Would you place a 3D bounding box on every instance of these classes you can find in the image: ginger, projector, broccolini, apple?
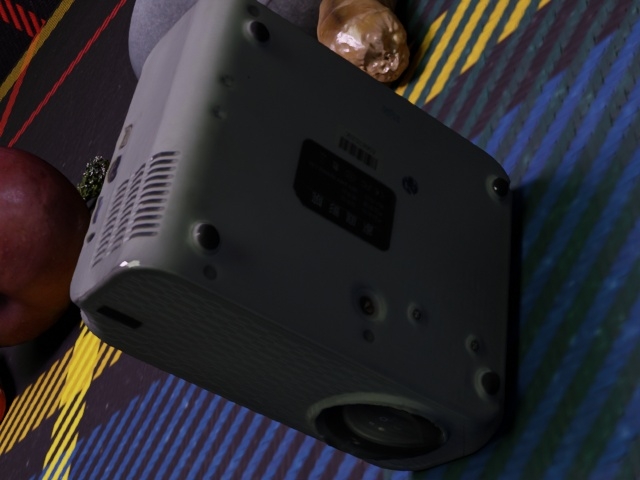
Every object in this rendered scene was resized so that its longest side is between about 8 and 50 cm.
[{"bbox_3d":[0.040,-0.204,0.918,0.095,0.069,0.190,-19,37,9],"label":"ginger"},{"bbox_3d":[0.000,0.000,0.583,0.108,0.250,0.198,-30,39,44],"label":"projector"},{"bbox_3d":[-0.386,-0.051,1.557,0.239,0.051,0.054,-46,36,41],"label":"broccolini"},{"bbox_3d":[-0.458,0.020,1.349,0.306,0.306,0.235,-46,39,27],"label":"apple"}]

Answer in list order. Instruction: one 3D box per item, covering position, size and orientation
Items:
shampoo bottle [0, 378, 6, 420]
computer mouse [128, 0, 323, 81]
[{"bbox_3d":[-0.551,0.208,1.511,0.104,0.104,0.278,-61,26,0],"label":"shampoo bottle"},{"bbox_3d":[-0.082,-0.249,1.044,0.374,0.203,0.114,-50,11,38],"label":"computer mouse"}]
